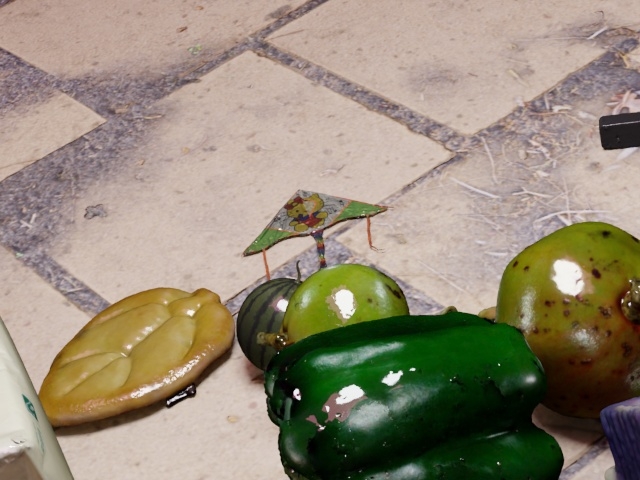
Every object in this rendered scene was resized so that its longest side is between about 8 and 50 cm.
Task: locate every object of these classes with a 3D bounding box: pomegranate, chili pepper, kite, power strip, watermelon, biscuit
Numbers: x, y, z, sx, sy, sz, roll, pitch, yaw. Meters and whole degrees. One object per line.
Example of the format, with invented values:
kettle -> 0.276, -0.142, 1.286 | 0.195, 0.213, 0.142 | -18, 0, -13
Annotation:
pomegranate -> 0.247, 0.079, 1.689 | 0.246, 0.198, 0.198 | 2, 38, 34
chili pepper -> 0.083, 0.182, 1.564 | 0.256, 0.233, 0.248 | -18, 28, -11
kite -> 0.000, 0.000, 2.041 | 0.198, 0.006, 0.244 | -15, 35, -1
power strip -> 0.400, -0.139, 2.060 | 0.111, 0.038, 0.029 | -5, 35, 11
pomegranate -> 0.053, 0.106, 1.752 | 0.220, 0.156, 0.156 | 14, 17, -38
watermelon -> -0.037, 0.082, 1.836 | 0.105, 0.133, 0.105 | 15, 20, -6
biscuit -> -0.216, 0.130, 1.911 | 0.203, 0.041, 0.260 | 23, 48, 41

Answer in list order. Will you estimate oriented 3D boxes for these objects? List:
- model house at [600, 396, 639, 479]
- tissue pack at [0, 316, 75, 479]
model house -> 0.409, 0.200, 1.459 | 0.280, 0.245, 0.312 | -22, -3, 39
tissue pack -> -0.353, 0.226, 1.611 | 0.207, 0.297, 0.380 | -25, 38, -10
